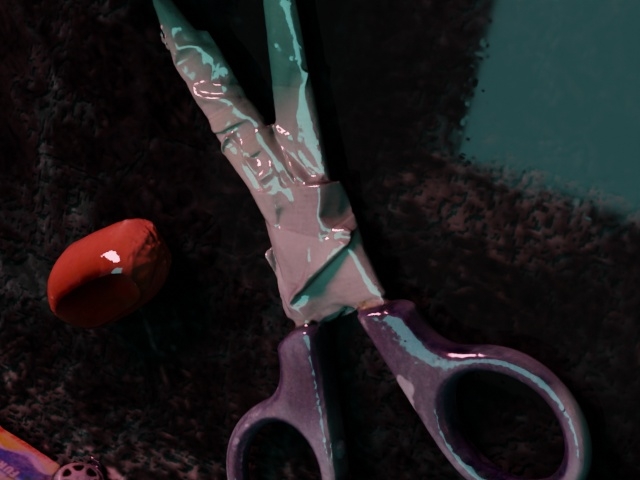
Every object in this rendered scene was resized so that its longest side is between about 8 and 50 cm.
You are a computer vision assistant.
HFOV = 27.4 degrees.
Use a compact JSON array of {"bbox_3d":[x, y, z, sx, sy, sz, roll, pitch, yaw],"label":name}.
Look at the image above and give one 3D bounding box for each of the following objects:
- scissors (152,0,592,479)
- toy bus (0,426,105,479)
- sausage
[{"bbox_3d":[0.000,0.000,0.797,0.256,0.029,0.383,-16,94,31],"label":"scissors"},{"bbox_3d":[-0.248,0.191,0.948,0.274,0.112,0.090,26,124,19],"label":"toy bus"},{"bbox_3d":[-0.139,0.022,0.866,0.094,0.054,0.059,-27,125,32],"label":"sausage"}]
